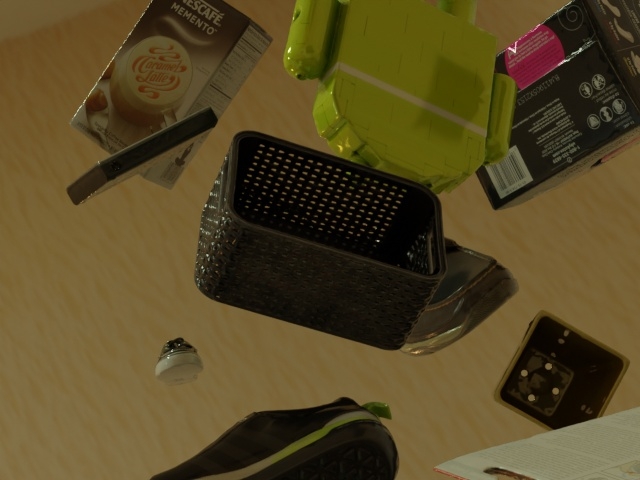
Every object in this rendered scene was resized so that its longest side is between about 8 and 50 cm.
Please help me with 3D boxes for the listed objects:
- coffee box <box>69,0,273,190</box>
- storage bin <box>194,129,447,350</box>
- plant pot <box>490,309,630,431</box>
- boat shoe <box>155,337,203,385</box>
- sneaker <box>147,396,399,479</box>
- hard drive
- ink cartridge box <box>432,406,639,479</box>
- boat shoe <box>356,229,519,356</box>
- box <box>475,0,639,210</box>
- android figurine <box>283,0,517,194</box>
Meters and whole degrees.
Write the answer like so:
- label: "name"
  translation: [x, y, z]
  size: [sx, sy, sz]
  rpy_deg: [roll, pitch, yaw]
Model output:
- label: "coffee box"
  translation: [-0.195, -0.210, 1.808]
  size: [0.246, 0.141, 0.098]
  rpy_deg: [-56, -19, 3]
- label: "storage bin"
  translation: [0.000, 0.000, 1.092]
  size: [0.180, 0.122, 0.084]
  rpy_deg: [17, -53, -13]
- label: "plant pot"
  translation: [0.184, 0.112, 1.097]
  size: [0.081, 0.081, 0.083]
  rpy_deg: [-60, -2, -8]
- label: "boat shoe"
  translation: [-0.148, 0.122, 1.422]
  size: [0.049, 0.040, 0.142]
  rpy_deg: [-9, -11, -9]
- label: "sneaker"
  translation: [-0.054, 0.175, 0.978]
  size: [0.234, 0.097, 0.084]
  rpy_deg: [-17, -65, -6]
- label: "hard drive"
  translation: [-0.171, -0.081, 1.330]
  size: [0.135, 0.022, 0.094]
  rpy_deg: [-31, 3, -33]
- label: "ink cartridge box"
  translation: [0.099, 0.075, 0.422]
  size: [0.115, 0.063, 0.029]
  rpy_deg: [-10, -82, -29]
- label: "boat shoe"
  translation: [0.100, 0.048, 1.611]
  size: [0.132, 0.130, 0.355]
  rpy_deg: [-39, 11, -21]
- label: "box"
  translation: [0.289, -0.161, 1.580]
  size: [0.142, 0.163, 0.247]
  rpy_deg: [-19, -10, -41]
- label: "android figurine"
  translation: [0.082, -0.151, 1.322]
  size: [0.248, 0.273, 0.056]
  rpy_deg: [21, -31, -20]
